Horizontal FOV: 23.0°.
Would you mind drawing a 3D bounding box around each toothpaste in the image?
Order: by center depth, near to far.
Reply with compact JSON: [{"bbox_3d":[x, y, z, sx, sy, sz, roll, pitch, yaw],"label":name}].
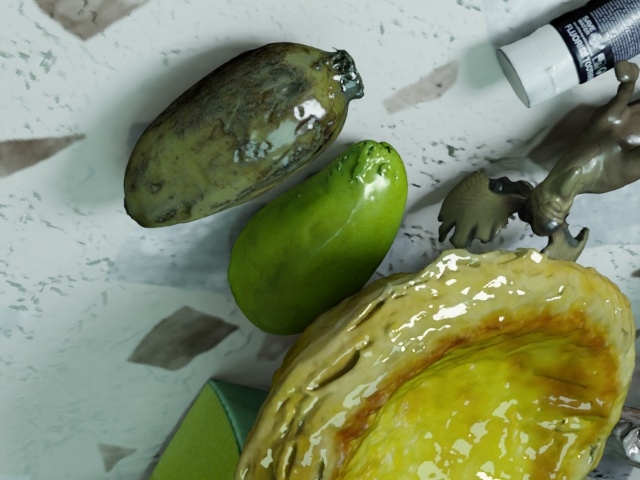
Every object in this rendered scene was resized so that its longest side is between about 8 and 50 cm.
[{"bbox_3d":[0.210,-0.146,1.021,0.193,0.045,0.071,-28,145,0],"label":"toothpaste"}]

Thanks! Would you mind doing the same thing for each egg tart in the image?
[{"bbox_3d":[0.069,0.112,1.081,0.319,0.128,0.319,-21,135,-22],"label":"egg tart"}]

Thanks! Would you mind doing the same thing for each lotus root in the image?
[{"bbox_3d":[-0.053,-0.066,0.974,0.179,0.080,0.089,-29,177,17],"label":"lotus root"}]

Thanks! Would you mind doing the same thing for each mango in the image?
[{"bbox_3d":[0.000,0.000,1.065,0.091,0.074,0.165,19,125,-32],"label":"mango"}]

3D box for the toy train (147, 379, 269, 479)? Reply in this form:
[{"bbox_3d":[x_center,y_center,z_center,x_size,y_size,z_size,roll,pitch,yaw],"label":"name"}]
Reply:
[{"bbox_3d":[0.013,0.260,1.282,0.397,0.160,0.253,15,121,-31],"label":"toy train"}]

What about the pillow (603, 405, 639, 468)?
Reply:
[{"bbox_3d":[0.318,0.173,1.273,0.135,0.049,0.248,30,160,-37],"label":"pillow"}]

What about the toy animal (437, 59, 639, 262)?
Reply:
[{"bbox_3d":[0.195,-0.048,1.068,0.214,0.093,0.186,-19,164,-21],"label":"toy animal"}]

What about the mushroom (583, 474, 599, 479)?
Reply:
[{"bbox_3d":[0.323,0.309,1.380,0.290,0.297,0.297,40,117,-6],"label":"mushroom"}]
